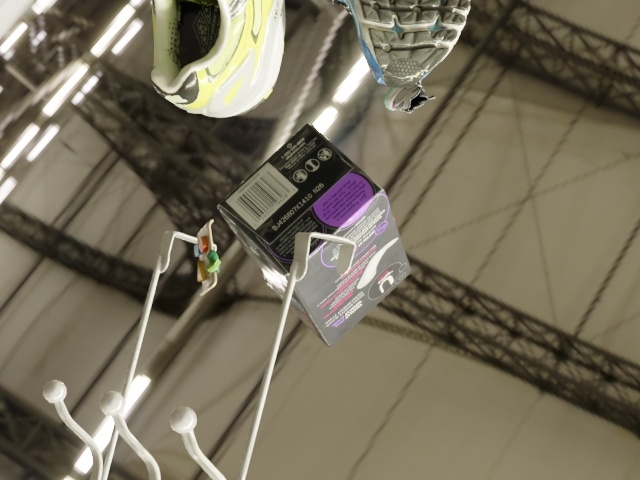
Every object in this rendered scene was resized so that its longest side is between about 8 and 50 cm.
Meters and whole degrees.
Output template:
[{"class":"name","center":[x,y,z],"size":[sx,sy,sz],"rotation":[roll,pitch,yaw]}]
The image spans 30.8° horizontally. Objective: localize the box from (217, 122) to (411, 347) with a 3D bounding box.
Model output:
[{"class":"box","center":[0.000,0.000,1.518],"size":[0.165,0.270,0.143],"rotation":[-42,-116,-8]}]

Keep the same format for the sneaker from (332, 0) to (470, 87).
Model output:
[{"class":"sneaker","center":[0.038,-0.140,0.628],"size":[0.073,0.063,0.162],"rotation":[112,-21,-51]}]

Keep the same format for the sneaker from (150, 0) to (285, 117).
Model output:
[{"class":"sneaker","center":[-0.095,-0.315,1.184],"size":[0.145,0.384,0.147],"rotation":[7,-169,20]}]

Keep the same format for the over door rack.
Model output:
[{"class":"over door rack","center":[-0.134,0.122,1.037],"size":[0.239,0.108,0.324],"rotation":[1,-118,50]}]

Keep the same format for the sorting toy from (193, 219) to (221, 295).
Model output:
[{"class":"sorting toy","center":[-0.101,0.013,1.029],"size":[0.083,0.012,0.062],"rotation":[146,-58,-71]}]

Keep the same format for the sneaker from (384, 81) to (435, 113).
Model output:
[{"class":"sneaker","center":[0.149,-0.232,1.763],"size":[0.069,0.038,0.098],"rotation":[24,-103,34]}]
